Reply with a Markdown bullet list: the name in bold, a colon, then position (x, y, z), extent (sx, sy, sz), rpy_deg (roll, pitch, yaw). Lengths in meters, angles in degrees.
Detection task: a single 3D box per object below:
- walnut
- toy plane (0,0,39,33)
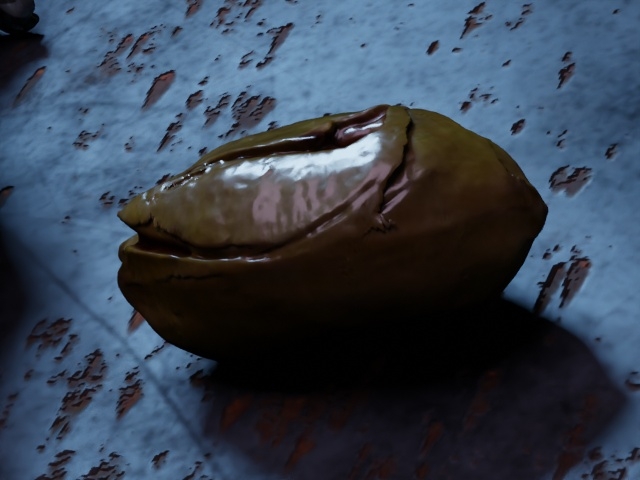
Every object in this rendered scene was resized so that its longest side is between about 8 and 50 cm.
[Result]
- **walnut**: position (0.000, 0.000, 0.961), extent (0.245, 0.137, 0.137), rpy_deg (-12, 39, 28)
- **toy plane**: position (-0.372, -0.174, 1.347), extent (0.316, 0.204, 0.103), rpy_deg (-24, 35, 29)
